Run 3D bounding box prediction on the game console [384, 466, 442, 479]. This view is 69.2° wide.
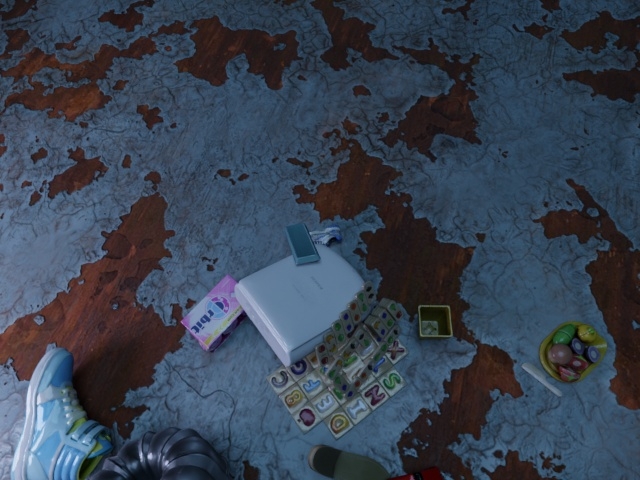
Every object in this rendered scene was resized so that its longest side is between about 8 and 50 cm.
[{"bbox_3d":[0.226,0.605,1.052,0.124,0.085,0.144,11,55,-43],"label":"game console"}]

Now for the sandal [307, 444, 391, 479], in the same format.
[{"bbox_3d":[0.061,0.529,1.072,0.240,0.079,0.088,34,66,-20],"label":"sandal"}]

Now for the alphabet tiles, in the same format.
[{"bbox_3d":[0.047,0.325,1.209,0.342,0.011,0.285,-33,68,-13],"label":"alphabet tiles"}]

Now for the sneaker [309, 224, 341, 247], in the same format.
[{"bbox_3d":[0.000,0.000,1.346,0.135,0.052,0.058,-20,70,-7],"label":"sneaker"}]

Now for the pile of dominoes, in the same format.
[{"bbox_3d":[0.106,0.248,1.143,0.251,0.196,0.040,-49,30,-20],"label":"pile of dominoes"}]

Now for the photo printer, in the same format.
[{"bbox_3d":[-0.027,0.148,1.205,0.307,0.107,0.256,-25,58,-29],"label":"photo printer"}]

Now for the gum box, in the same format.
[{"bbox_3d":[-0.272,0.198,1.251,0.107,0.062,0.188,37,70,17],"label":"gum box"}]

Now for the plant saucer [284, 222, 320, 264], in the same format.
[{"bbox_3d":[-0.053,0.004,1.268,0.067,0.018,0.192,-12,32,-8],"label":"plant saucer"}]

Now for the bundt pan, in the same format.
[{"bbox_3d":[-0.355,0.524,0.961,0.331,0.124,0.331,-15,24,7],"label":"bundt pan"}]

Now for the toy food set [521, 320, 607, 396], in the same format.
[{"bbox_3d":[0.636,0.287,1.175,0.218,0.071,0.128,-37,69,-15],"label":"toy food set"}]

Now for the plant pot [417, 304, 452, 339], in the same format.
[{"bbox_3d":[0.292,0.220,1.211,0.081,0.083,0.081,1,65,2],"label":"plant pot"}]

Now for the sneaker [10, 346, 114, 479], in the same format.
[{"bbox_3d":[-0.591,0.424,1.123,0.208,0.127,0.319,1,74,5],"label":"sneaker"}]
